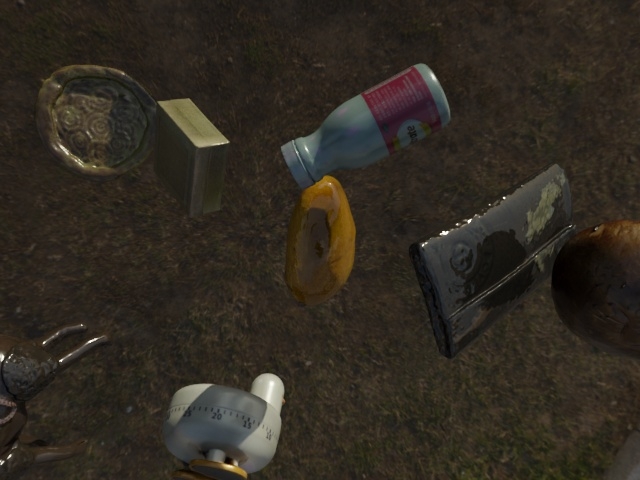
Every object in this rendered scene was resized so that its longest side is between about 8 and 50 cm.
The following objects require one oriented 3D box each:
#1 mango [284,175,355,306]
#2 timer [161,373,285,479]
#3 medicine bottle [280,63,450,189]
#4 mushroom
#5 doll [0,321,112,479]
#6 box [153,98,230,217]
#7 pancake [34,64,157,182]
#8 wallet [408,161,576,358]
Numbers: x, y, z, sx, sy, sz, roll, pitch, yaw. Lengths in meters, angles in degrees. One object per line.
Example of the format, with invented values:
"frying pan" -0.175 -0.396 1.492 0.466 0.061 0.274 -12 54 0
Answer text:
"mango" 0.000 0.000 0.792 0.109 0.147 0.228 23 120 29
"timer" -0.189 0.358 0.968 0.233 0.234 0.240 19 49 -8
"medicine bottle" 0.057 -0.145 0.641 0.216 0.090 0.091 -27 95 8
"mushroom" 0.416 0.084 0.634 0.231 0.138 0.194 34 123 -9
"doll" -0.243 0.132 0.343 0.057 0.165 0.139 17 95 27
"box" -0.122 -0.075 0.448 0.035 0.083 0.079 -19 54 -37
"pancake" -0.461 -0.244 1.000 0.249 0.031 0.250 0 90 -13
"wallet" 0.266 0.019 0.683 0.321 0.044 0.171 -27 106 -27
